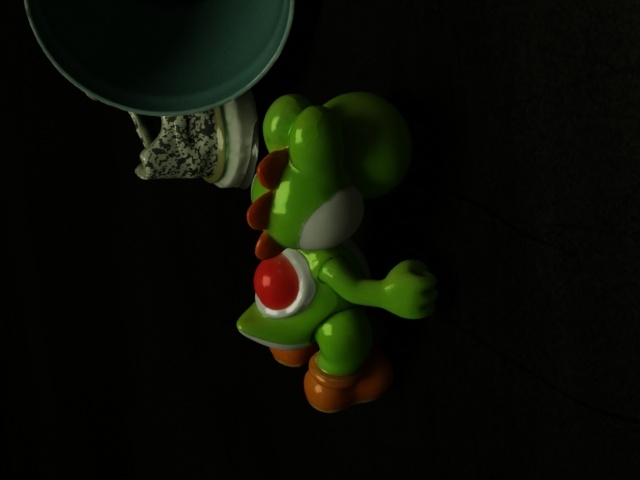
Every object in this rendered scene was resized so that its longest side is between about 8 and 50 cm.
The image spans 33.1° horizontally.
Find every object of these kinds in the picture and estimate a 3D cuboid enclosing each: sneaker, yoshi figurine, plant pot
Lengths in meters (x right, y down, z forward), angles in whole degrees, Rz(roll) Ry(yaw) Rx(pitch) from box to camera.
[{"bbox_3d":[-0.222,-0.241,1.396,0.410,0.182,0.158,64,147,23],"label":"sneaker"},{"bbox_3d":[0.027,-0.006,1.130,0.203,0.204,0.362,-75,-13,-48],"label":"yoshi figurine"},{"bbox_3d":[-0.180,-0.320,1.247,0.196,0.293,0.293,-96,16,-52],"label":"plant pot"}]
